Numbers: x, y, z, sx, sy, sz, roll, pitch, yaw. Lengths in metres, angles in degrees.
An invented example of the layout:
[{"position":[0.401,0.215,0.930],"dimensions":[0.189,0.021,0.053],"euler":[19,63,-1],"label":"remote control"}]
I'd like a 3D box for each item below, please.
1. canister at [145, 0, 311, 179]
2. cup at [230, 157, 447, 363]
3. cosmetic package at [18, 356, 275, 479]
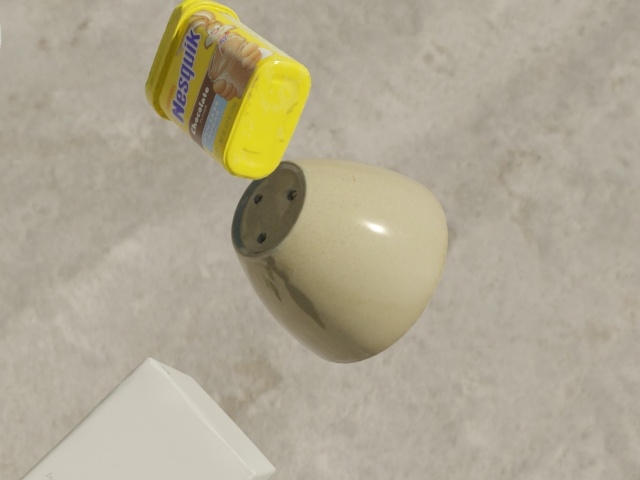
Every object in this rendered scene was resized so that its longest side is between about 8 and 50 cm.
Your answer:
[{"position":[-0.090,-0.146,1.036],"dimensions":[0.073,0.126,0.170],"euler":[9,22,-39],"label":"canister"},{"position":[0.000,0.000,1.718],"dimensions":[0.237,0.331,0.331],"euler":[31,38,-39],"label":"cup"},{"position":[-0.168,0.234,0.957],"dimensions":[0.138,0.224,0.225],"euler":[44,84,9],"label":"cosmetic package"}]
